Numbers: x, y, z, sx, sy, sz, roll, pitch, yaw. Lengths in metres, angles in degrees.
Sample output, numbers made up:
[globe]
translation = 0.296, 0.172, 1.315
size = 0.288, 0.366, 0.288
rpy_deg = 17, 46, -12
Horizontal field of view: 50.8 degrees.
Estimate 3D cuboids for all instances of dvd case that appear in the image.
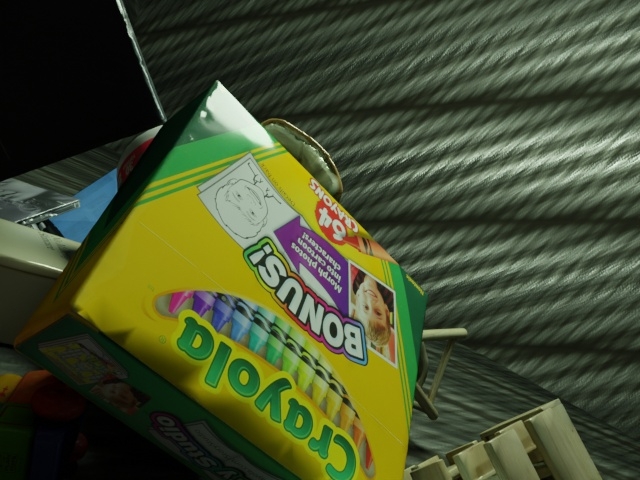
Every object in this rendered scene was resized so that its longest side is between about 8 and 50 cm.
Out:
[dvd case]
translation = -0.509, -0.059, 1.031
size = 0.221, 0.018, 0.164
rpy_deg = 15, 26, 26

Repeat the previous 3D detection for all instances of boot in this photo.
[boot]
translation = 0.000, 0.000, 0.874
size = 0.236, 0.089, 0.269
rpy_deg = 38, -24, 13

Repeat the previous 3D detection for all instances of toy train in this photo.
[toy train]
translation = -0.281, 0.142, 0.620
size = 0.143, 0.105, 0.248
rpy_deg = 11, 9, -12

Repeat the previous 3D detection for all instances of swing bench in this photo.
[swing bench]
translation = 0.065, 0.165, 1.143
size = 0.253, 0.165, 0.254
rpy_deg = 12, -14, 43

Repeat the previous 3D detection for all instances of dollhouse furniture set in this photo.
[dollhouse furniture set]
translation = 0.194, 0.285, 0.699
size = 0.242, 0.212, 0.161
rpy_deg = -7, 65, -44

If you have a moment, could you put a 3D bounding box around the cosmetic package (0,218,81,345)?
[cosmetic package]
translation = -0.369, 0.058, 0.864
size = 0.309, 0.113, 0.160
rpy_deg = 21, 8, -38

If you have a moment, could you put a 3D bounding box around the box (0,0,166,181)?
[box]
translation = -0.494, -0.227, 0.825
size = 0.480, 0.471, 0.297
rpy_deg = 38, -31, 63

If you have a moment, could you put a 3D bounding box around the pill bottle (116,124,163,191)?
[pill bottle]
translation = -0.155, 0.016, 0.842
size = 0.176, 0.176, 0.318
rpy_deg = 21, 37, -39

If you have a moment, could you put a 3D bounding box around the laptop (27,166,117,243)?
[laptop]
translation = -0.441, -0.075, 1.122
size = 0.408, 0.236, 0.382
rpy_deg = 21, 7, -41

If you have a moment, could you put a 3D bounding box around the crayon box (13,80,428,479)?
[crayon box]
translation = -0.051, 0.074, 0.661
size = 0.363, 0.106, 0.313
rpy_deg = 44, 38, -24
